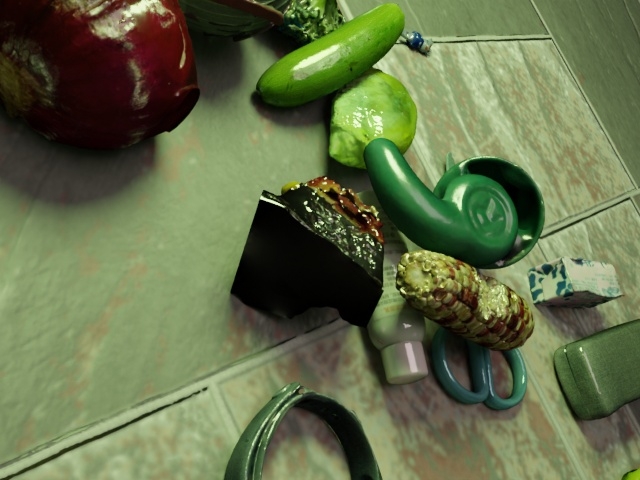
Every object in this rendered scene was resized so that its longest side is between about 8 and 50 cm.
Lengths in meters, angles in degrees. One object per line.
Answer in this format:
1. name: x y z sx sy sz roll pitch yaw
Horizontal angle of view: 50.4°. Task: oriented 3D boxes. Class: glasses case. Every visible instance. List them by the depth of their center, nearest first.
1. glasses case: 0.539 0.220 1.215 0.323 0.074 0.131 -6 70 -41

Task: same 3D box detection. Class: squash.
1. squash: 0.027 -0.278 1.034 0.292 0.082 0.082 -36 91 -25

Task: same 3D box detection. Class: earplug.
1. earplug: 0.195 -0.044 0.989 0.280 0.257 0.164 16 80 -79

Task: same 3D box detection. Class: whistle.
1. whistle: 0.184 -0.382 1.294 0.083 0.029 0.033 17 89 -37

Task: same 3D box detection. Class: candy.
1. candy: 0.458 0.078 1.219 0.160 0.092 0.073 8 64 -34

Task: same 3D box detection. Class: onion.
1. onion: -0.237 -0.213 0.748 0.206 0.207 0.216 47 52 -3

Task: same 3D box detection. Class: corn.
1. corn: 0.200 0.082 0.922 0.289 0.098 0.098 29 49 -46

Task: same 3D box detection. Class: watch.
1. watch: -0.018 0.271 0.748 0.193 0.068 0.206 52 42 2

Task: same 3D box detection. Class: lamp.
1. lamp: -0.142 -0.390 0.906 0.265 0.233 0.233 27 49 3

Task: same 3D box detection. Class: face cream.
1. face cream: 0.092 0.064 0.939 0.081 0.082 0.269 7 63 -36

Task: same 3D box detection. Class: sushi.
1. sushi: 0.000 0.000 0.861 0.172 0.153 0.150 19 34 -4

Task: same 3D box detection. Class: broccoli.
1. broccoli: -0.012 -0.383 1.049 0.167 0.160 0.154 59 21 -8

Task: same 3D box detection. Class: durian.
1. durian: 0.084 -0.195 1.060 0.139 0.101 0.250 39 44 -14

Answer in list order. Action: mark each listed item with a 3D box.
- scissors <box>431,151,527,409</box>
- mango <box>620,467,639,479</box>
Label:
1. scissors: 0.236 0.045 1.100 0.192 0.029 0.447 16 58 -32
2. mango: 0.563 0.416 1.127 0.165 0.074 0.091 7 64 -36
